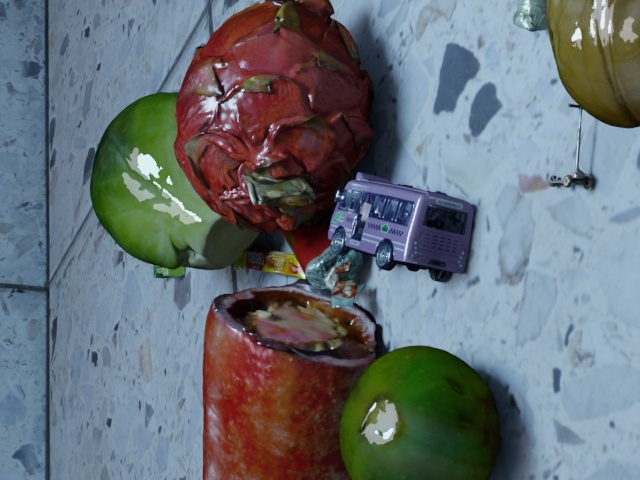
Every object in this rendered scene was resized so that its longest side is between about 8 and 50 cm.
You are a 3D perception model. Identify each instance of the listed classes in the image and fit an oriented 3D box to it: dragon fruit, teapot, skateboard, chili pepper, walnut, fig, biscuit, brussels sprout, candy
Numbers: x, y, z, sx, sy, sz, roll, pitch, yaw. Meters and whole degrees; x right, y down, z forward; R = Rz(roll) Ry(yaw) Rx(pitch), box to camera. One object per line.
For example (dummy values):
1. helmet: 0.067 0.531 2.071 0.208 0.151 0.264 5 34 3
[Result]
1. dragon fruit: -0.064 -0.168 1.430 0.277 0.277 0.343 127 150 -46
2. teapot: 0.229 -0.262 1.115 0.067 0.057 0.083 -32 -49 -75
3. skateboard: 0.249 -0.093 1.056 0.064 0.032 0.083 -165 80 -74
4. chili pepper: -0.041 0.227 1.398 0.251 0.229 0.305 15 112 34
5. walnut: 0.273 -0.196 0.888 0.167 0.167 0.207 -19 65 61
6. fig: 0.098 0.201 1.120 0.181 0.191 0.181 -8 69 23
7. biscuit: -0.076 0.034 1.680 0.292 0.026 0.048 -175 84 -64
8. brussels sprout: -0.223 -0.090 1.725 0.354 0.281 0.289 40 104 42
9. candy: -0.001 0.000 1.473 0.086 0.059 0.292 -38 37 4

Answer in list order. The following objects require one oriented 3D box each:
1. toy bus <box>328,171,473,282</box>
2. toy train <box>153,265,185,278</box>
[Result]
1. toy bus: 0.092 -0.018 1.275 0.199 0.096 0.108 18 96 61
2. toy train: -0.305 0.035 2.118 0.122 0.050 0.081 -10 85 63
